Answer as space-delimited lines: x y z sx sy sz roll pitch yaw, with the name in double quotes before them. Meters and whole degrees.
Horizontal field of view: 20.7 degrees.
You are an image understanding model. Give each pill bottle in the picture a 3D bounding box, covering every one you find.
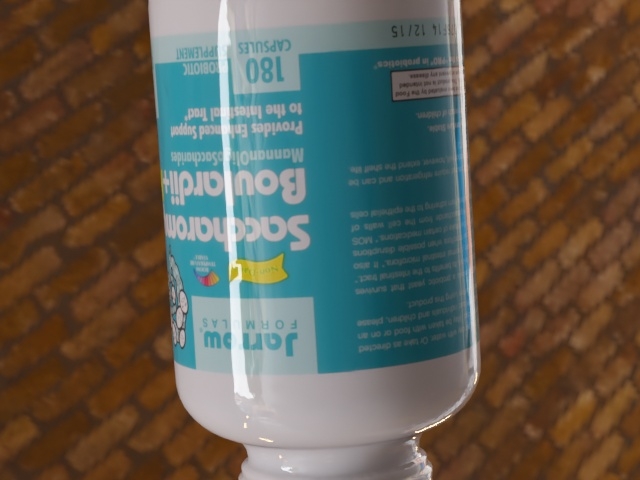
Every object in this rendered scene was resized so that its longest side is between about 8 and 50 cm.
"pill bottle" 0.000 0.000 0.821 0.146 0.146 0.264 -9 -83 -43
